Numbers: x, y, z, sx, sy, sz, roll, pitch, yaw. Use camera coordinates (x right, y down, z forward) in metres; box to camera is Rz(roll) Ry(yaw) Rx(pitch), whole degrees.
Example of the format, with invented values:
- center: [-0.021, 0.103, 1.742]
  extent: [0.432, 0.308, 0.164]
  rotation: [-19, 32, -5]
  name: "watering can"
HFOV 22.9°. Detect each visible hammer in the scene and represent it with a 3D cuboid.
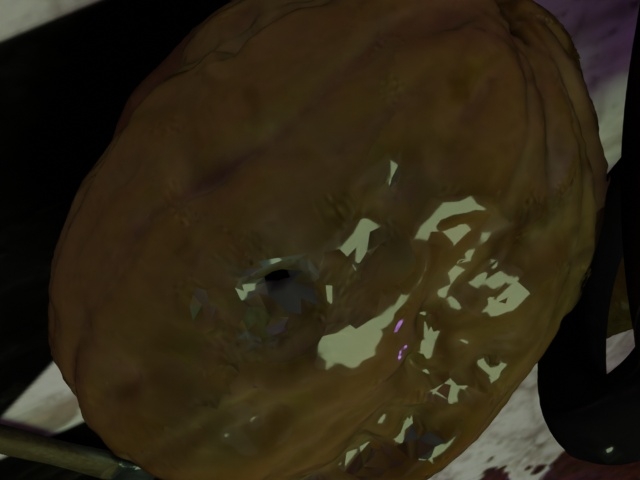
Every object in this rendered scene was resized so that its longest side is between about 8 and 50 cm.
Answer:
- center: [-0.148, 0.096, 0.767]
  extent: [0.062, 0.017, 0.182]
  rotation: [-46, 138, 19]
  name: "hammer"

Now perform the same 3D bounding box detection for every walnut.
- center: [0.000, 0.000, 0.621]
  extent: [0.245, 0.198, 0.198]
  rotation: [-46, 139, 19]
  name: "walnut"

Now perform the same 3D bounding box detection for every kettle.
- center: [0.170, -0.022, 0.648]
  extent: [0.202, 0.232, 0.144]
  rotation: [-29, 116, 38]
  name: "kettle"

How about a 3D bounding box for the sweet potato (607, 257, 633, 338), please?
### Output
- center: [0.257, -0.053, 0.813]
  extent: [0.346, 0.079, 0.108]
  rotation: [-29, 170, -3]
  name: "sweet potato"
